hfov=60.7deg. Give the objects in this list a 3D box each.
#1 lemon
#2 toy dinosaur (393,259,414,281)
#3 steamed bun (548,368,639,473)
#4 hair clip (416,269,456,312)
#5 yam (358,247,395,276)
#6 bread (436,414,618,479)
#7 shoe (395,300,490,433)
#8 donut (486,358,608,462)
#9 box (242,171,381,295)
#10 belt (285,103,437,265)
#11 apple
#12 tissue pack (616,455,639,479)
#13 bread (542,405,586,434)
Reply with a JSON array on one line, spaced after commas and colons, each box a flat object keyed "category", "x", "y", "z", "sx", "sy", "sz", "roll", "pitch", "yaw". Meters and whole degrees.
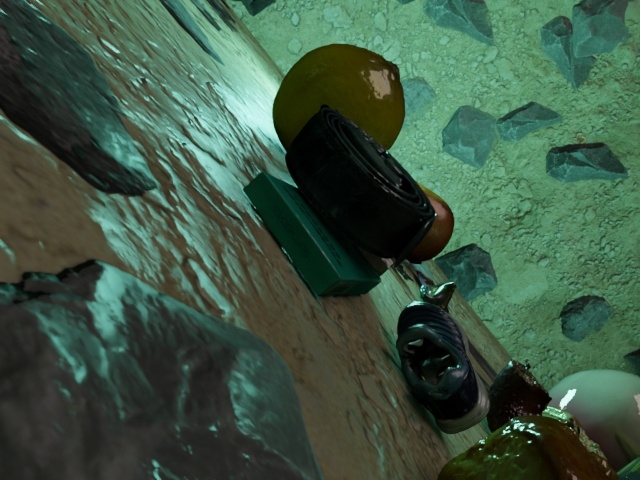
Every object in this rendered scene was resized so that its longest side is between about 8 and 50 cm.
[{"category": "lemon", "x": 0.036, "y": -0.267, "z": 1.140, "sx": 0.293, "sy": 0.293, "sz": 0.293, "roll": 49, "pitch": 11, "yaw": -13}, {"category": "toy dinosaur", "x": 0.174, "y": 0.022, "z": 1.362, "sx": 0.082, "sy": 0.039, "sz": 0.209, "roll": 35, "pitch": 19, "yaw": -50}, {"category": "steamed bun", "x": 0.560, "y": 0.416, "z": 1.112, "sx": 0.309, "sy": 0.309, "sz": 0.309, "roll": 49, "pitch": 11, "yaw": -13}, {"category": "hair clip", "x": 0.312, "y": 0.144, "z": 1.490, "sx": 0.110, "sy": 0.096, "sz": 0.358, "roll": 17, "pitch": 0, "yaw": 5}, {"category": "yam", "x": 0.050, "y": -0.009, "z": 0.900, "sx": 0.169, "sy": 0.068, "sz": 0.068, "roll": 52, "pitch": 11, "yaw": -3}, {"category": "bread", "x": 0.201, "y": 0.267, "z": 0.432, "sx": 0.268, "sy": 0.145, "sz": 0.268, "roll": 49, "pitch": 15, "yaw": -18}, {"category": "shoe", "x": 0.146, "y": 0.145, "z": 0.715, "sx": 0.106, "sy": 0.091, "sz": 0.207, "roll": 51, "pitch": 13, "yaw": -28}, {"category": "donut", "x": 0.354, "y": 0.310, "z": 0.919, "sx": 0.085, "sy": 0.141, "sz": 0.217, "roll": 30, "pitch": 13, "yaw": -37}, {"category": "box", "x": 0.000, "y": 0.000, "z": 0.728, "sx": 0.161, "sy": 0.042, "sz": 0.226, "roll": 55, "pitch": 12, "yaw": 14}, {"category": "belt", "x": 0.058, "y": -0.074, "z": 0.777, "sx": 0.206, "sy": 0.116, "sz": 0.268, "roll": 22, "pitch": 29, "yaw": -41}, {"category": "apple", "x": 0.284, "y": -0.065, "z": 1.654, "sx": 0.252, "sy": 0.206, "sz": 0.272, "roll": 49, "pitch": 12, "yaw": 4}, {"category": "tissue pack", "x": 0.532, "y": 0.409, "z": 0.776, "sx": 0.369, "sy": 0.210, "sz": 0.198, "roll": -4, "pitch": 60, "yaw": -39}, {"category": "bread", "x": 0.408, "y": 0.360, "z": 0.973, "sx": 0.073, "sy": 0.122, "sz": 0.149, "roll": 41, "pitch": -13, "yaw": -22}]
